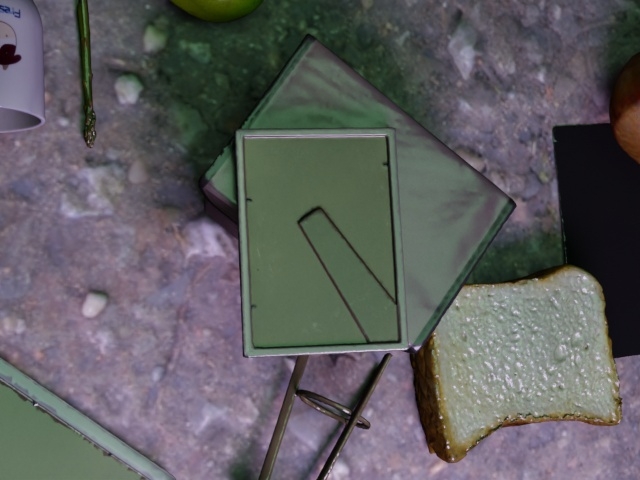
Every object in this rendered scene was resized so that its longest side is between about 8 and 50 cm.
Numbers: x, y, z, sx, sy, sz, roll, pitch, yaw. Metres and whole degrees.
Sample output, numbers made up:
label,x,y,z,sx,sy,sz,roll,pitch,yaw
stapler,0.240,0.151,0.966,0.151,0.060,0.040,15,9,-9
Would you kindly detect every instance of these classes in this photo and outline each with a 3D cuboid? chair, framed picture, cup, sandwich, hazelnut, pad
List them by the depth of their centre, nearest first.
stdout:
label,x,y,z,sx,sy,sz,roll,pitch,yaw
framed picture,0.000,0.000,1.087,0.150,0.015,0.203,-2,83,-11
cup,-0.336,-0.177,1.097,0.173,0.134,0.142,-1,85,-11
framed picture,-0.306,0.282,1.134,0.231,0.018,0.293,38,75,-13
chair,-0.009,0.202,1.208,0.095,0.104,0.222,20,75,7
sandwich,0.204,0.125,1.290,0.214,0.065,0.186,-6,87,-17
hazelnut,0.396,-0.150,1.346,0.150,0.150,0.150,1,86,-19
pad,0.342,-0.001,1.385,0.159,0.009,0.265,-3,86,-19

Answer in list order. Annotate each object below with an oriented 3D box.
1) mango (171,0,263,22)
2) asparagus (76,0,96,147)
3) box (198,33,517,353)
label,x,y,z,sx,sy,sz,roll,pitch,yaw
mango,-0.123,-0.289,1.199,0.117,0.089,0.163,-26,96,-19
asparagus,-0.229,-0.172,1.195,0.016,0.013,0.166,-1,87,-61
box,0.028,-0.036,1.182,0.252,0.153,0.188,36,78,-3
